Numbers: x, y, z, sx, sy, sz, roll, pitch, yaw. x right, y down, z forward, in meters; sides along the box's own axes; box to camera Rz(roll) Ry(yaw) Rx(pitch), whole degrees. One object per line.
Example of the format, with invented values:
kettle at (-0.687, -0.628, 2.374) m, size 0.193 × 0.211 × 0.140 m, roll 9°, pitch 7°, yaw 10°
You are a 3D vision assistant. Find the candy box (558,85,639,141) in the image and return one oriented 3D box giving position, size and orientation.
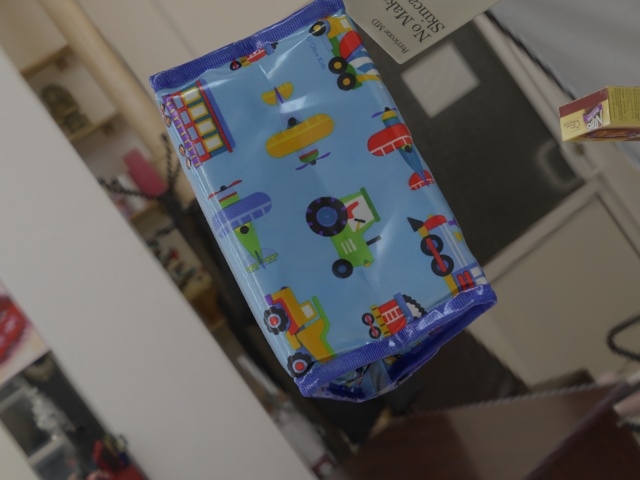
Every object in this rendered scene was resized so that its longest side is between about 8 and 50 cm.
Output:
candy box at (0.416, -0.161, 1.553) m, size 0.186 × 0.053 × 0.109 m, roll -1°, pitch -7°, yaw -23°

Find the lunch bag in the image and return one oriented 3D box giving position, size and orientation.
lunch bag at (0.000, 0.000, 0.863) m, size 0.138 × 0.221 × 0.293 m, roll -25°, pitch -12°, yaw -5°

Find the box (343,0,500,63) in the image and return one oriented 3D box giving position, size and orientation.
box at (0.140, -0.271, 1.003) m, size 0.275 × 0.113 × 0.094 m, roll -31°, pitch 38°, yaw 30°
